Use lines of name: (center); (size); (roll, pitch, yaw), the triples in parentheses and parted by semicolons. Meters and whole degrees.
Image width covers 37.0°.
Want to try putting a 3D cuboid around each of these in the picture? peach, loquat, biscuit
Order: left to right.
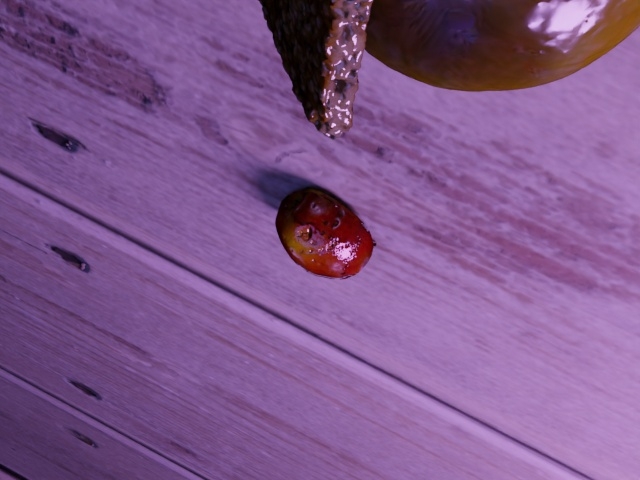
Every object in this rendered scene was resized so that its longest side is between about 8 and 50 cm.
biscuit: (-0.022, -0.171, 0.482); (0.025, 0.230, 0.131); (-11, 147, -13)
peach: (0.000, 0.000, 0.812); (0.083, 0.050, 0.077); (42, 147, -23)
loquat: (0.089, -0.147, 0.462); (0.195, 0.152, 0.152); (12, 144, 46)
